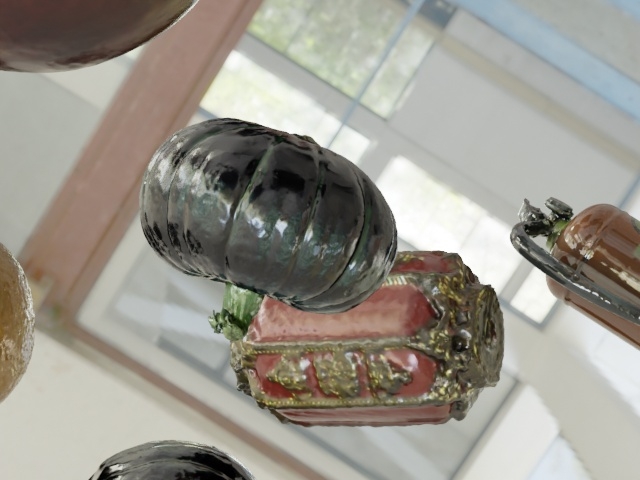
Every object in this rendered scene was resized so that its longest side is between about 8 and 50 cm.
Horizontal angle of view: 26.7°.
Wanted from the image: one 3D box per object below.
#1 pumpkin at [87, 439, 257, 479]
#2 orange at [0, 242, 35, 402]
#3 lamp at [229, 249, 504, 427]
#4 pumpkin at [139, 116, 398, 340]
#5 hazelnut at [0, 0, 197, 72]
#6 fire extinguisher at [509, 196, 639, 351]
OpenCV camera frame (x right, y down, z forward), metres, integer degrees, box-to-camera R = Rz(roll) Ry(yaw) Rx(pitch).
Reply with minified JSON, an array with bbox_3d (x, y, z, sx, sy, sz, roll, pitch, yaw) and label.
[{"bbox_3d":[-0.113,0.338,1.351,0.296,0.296,0.296,32,-171,-5],"label":"pumpkin"},{"bbox_3d":[-0.464,0.096,1.538,0.274,0.274,0.274,32,-171,-5],"label":"orange"},{"bbox_3d":[0.046,0.100,1.349,0.274,0.177,0.177,-6,169,28],"label":"lamp"},{"bbox_3d":[-0.038,-0.016,0.997,0.194,0.150,0.194,24,-157,-11],"label":"pumpkin"},{"bbox_3d":[-0.141,-0.208,0.719,0.234,0.218,0.218,64,-171,-2],"label":"hazelnut"},{"bbox_3d":[0.329,0.050,1.326,0.376,0.113,0.200,35,178,23],"label":"fire extinguisher"}]
